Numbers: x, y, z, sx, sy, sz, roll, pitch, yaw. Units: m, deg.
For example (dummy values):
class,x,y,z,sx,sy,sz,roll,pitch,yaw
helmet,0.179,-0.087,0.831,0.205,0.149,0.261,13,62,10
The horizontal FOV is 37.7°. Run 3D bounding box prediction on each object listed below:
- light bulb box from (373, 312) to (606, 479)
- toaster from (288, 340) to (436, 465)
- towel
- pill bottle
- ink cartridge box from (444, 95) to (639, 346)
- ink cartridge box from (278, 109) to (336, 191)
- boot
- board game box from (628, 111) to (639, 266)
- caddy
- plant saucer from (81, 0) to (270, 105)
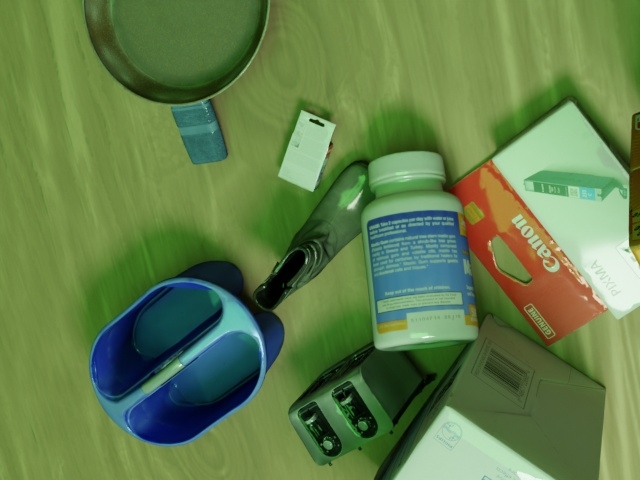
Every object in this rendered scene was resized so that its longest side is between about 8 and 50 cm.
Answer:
class,x,y,z,sx,sy,sz,roll,pitch,yaw
light bulb box,0.213,0.355,1.354,0.225,0.358,0.361,34,113,8
toaster,0.063,0.246,1.477,0.168,0.186,0.110,-34,92,32
towel,-0.190,-0.177,1.474,0.067,0.029,0.119,-3,128,16
pill bottle,0.138,0.016,1.346,0.152,0.152,0.272,-9,78,21
ink cartridge box,0.344,-0.012,1.352,0.261,0.066,0.296,-38,92,24
ink cartridge box,-0.017,-0.140,1.450,0.063,0.029,0.115,25,112,10
boot,0.000,0.000,1.416,0.083,0.161,0.246,37,114,4
board game box,0.595,-0.003,1.064,0.356,0.356,0.356,-24,109,29
caddy,-0.225,0.189,1.543,0.341,0.179,0.241,-38,93,24
plant saucer,-0.213,-0.360,1.414,0.310,0.050,0.310,3,100,18
